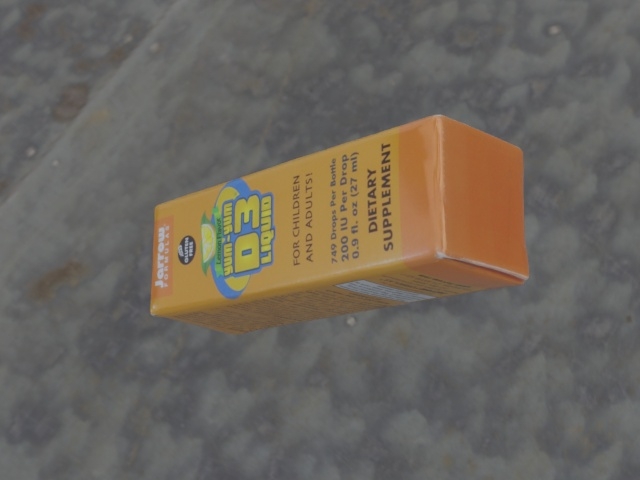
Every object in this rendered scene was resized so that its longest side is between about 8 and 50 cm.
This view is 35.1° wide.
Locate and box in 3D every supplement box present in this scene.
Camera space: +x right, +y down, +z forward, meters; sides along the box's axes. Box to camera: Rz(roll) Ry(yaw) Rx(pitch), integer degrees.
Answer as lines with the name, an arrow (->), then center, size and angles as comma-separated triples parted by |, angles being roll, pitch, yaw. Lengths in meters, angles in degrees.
supplement box -> 0.000, 0.000, 0.574 | 0.233, 0.080, 0.078 | -15, 69, 45
